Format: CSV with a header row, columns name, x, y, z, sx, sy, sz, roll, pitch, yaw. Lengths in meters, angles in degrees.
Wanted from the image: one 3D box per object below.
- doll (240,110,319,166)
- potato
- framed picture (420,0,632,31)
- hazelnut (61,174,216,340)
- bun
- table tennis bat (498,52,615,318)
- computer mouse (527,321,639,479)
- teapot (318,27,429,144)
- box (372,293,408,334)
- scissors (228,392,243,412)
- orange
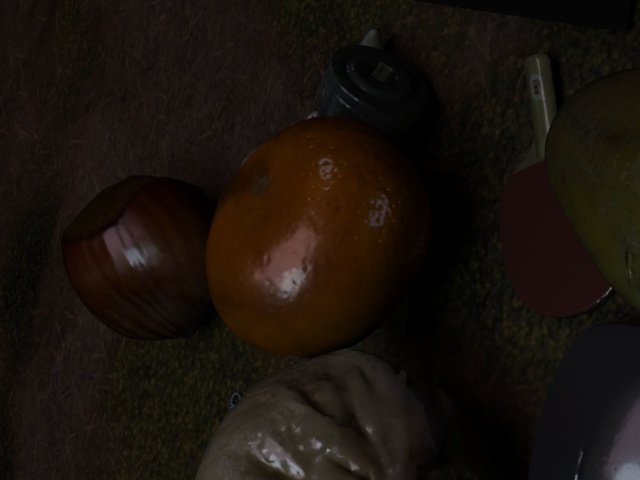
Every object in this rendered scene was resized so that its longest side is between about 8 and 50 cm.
name,x,y,z,sx,sy,sz,roll,pitch,yaw
doll,-0.033,-0.084,1.273,0.162,0.062,0.106,-27,57,46
potato,0.259,-0.038,0.834,0.174,0.159,0.251,-68,31,29
framed picture,0.171,-0.373,0.988,0.265,0.016,0.347,9,89,7
hazelnut,-0.208,0.016,1.387,0.210,0.210,0.186,-49,24,32
bun,0.037,0.224,0.959,0.204,0.281,0.282,-20,67,45
table tennis bat,0.214,-0.052,1.004,0.138,0.022,0.247,-20,69,46
computer mouse,0.227,0.181,0.901,0.120,0.057,0.232,17,95,51
teapot,0.038,-0.146,1.168,0.149,0.111,0.108,59,140,32
box,0.004,0.038,1.222,0.245,0.035,0.139,-5,78,49
scissors,-0.084,0.204,1.313,0.083,0.006,0.036,12,89,51
orange,0.000,0.000,1.065,0.240,0.171,0.240,-25,47,30
